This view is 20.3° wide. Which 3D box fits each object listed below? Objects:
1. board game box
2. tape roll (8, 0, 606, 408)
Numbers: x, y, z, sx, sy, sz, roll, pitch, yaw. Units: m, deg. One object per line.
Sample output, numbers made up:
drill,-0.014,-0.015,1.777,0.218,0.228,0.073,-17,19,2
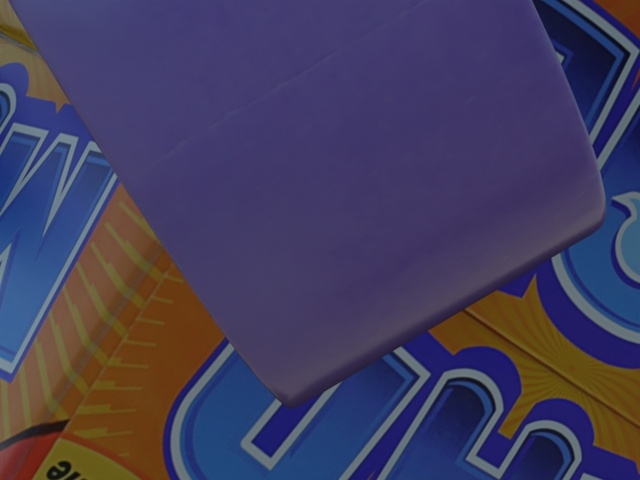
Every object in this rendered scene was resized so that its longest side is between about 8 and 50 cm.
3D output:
board game box,0.000,0.000,0.811,0.356,0.356,0.356,33,-2,-35
tape roll,-0.020,-0.064,0.389,0.080,0.189,0.189,-30,16,0
